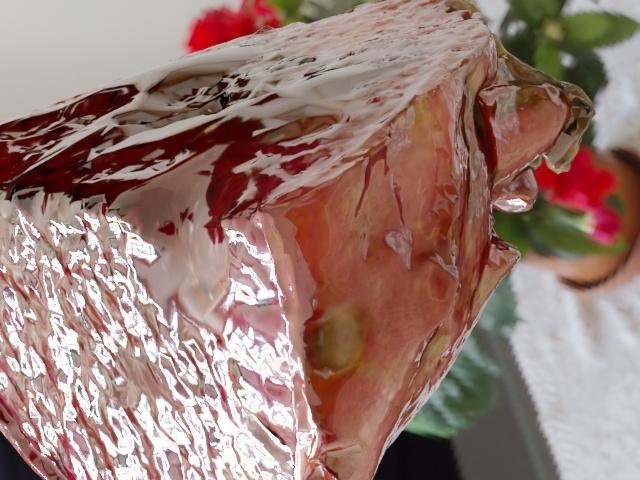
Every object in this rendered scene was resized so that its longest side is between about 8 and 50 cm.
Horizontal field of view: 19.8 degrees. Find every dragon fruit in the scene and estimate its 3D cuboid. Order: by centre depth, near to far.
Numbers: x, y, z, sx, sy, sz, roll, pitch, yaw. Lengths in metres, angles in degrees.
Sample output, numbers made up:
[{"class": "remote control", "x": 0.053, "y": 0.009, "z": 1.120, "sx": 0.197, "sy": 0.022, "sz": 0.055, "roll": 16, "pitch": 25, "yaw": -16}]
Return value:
[{"class": "dragon fruit", "x": 0.000, "y": 0.000, "z": 0.583, "sx": 0.211, "sy": 0.134, "sz": 0.262, "roll": -35, "pitch": 22, "yaw": -25}]
